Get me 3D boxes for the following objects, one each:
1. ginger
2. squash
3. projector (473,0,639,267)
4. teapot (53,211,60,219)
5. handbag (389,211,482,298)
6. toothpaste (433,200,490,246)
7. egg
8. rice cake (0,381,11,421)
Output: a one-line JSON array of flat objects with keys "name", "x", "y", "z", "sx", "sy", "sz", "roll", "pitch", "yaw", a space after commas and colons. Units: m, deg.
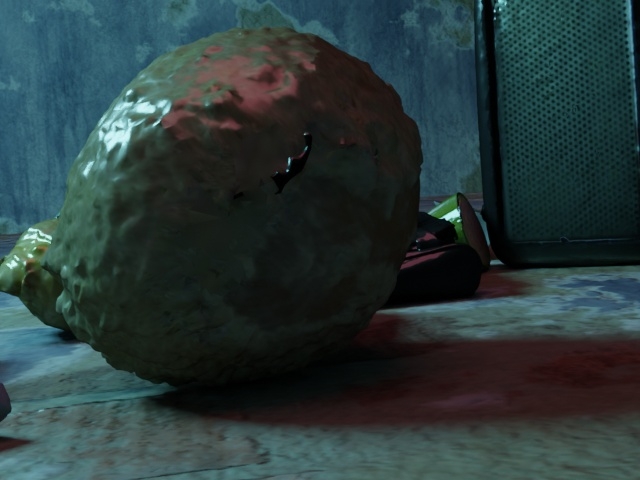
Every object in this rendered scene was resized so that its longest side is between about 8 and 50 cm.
[{"name": "ginger", "x": -0.217, "y": 0.023, "z": 1.199, "sx": 0.267, "sy": 0.152, "sz": 0.138, "roll": -26, "pitch": 41, "yaw": -26}, {"name": "squash", "x": 0.137, "y": 0.006, "z": 1.451, "sx": 0.132, "sy": 0.105, "sz": 0.105, "roll": -19, "pitch": 0, "yaw": 19}, {"name": "projector", "x": 0.361, "y": -0.187, "z": 1.536, "sx": 0.242, "sy": 0.405, "sz": 0.395, "roll": -2, "pitch": 5, "yaw": 26}, {"name": "teapot", "x": -0.223, "y": -0.002, "z": 1.439, "sx": 0.239, "sy": 0.149, "sz": 0.162, "roll": -4, "pitch": 6, "yaw": -1}, {"name": "handbag", "x": 0.027, "y": 0.026, "z": 1.284, "sx": 0.275, "sy": 0.088, "sz": 0.244, "roll": -4, "pitch": 8, "yaw": -7}, {"name": "toothpaste", "x": 0.211, "y": -0.021, "z": 1.672, "sx": 0.061, "sy": 0.096, "sz": 0.266, "roll": -45, "pitch": 2, "yaw": 4}, {"name": "egg", "x": -0.057, "y": -0.028, "z": 0.865, "sx": 0.310, "sy": 0.279, "sz": 0.279, "roll": -30, "pitch": 18, "yaw": -33}, {"name": "rice cake", "x": -0.326, "y": 0.120, "z": 0.704, "sx": 0.189, "sy": 0.037, "sz": 0.198, "roll": -2, "pitch": 6, "yaw": 33}]
